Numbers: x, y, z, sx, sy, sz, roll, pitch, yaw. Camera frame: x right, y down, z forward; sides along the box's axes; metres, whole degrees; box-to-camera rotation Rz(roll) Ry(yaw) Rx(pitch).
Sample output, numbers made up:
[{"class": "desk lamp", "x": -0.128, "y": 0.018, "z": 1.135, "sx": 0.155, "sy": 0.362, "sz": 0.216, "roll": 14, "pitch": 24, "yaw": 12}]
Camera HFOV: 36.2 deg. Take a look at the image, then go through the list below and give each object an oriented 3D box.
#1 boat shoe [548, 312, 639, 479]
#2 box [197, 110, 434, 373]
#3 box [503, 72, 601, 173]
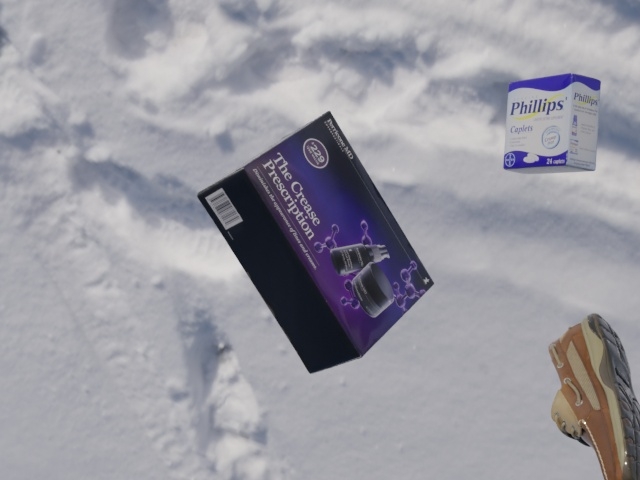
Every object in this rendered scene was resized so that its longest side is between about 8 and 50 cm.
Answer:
[{"class": "boat shoe", "x": 0.420, "y": 0.259, "z": 1.497, "sx": 0.119, "sy": 0.324, "sz": 0.122, "roll": -29, "pitch": 123, "yaw": 24}, {"class": "box", "x": 0.000, "y": 0.000, "z": 1.208, "sx": 0.103, "sy": 0.184, "sz": 0.261, "roll": -25, "pitch": 100, "yaw": 43}, {"class": "box", "x": 0.344, "y": -0.172, "z": 1.464, "sx": 0.072, "sy": 0.137, "sz": 0.126, "roll": 6, "pitch": 177, "yaw": -37}]
